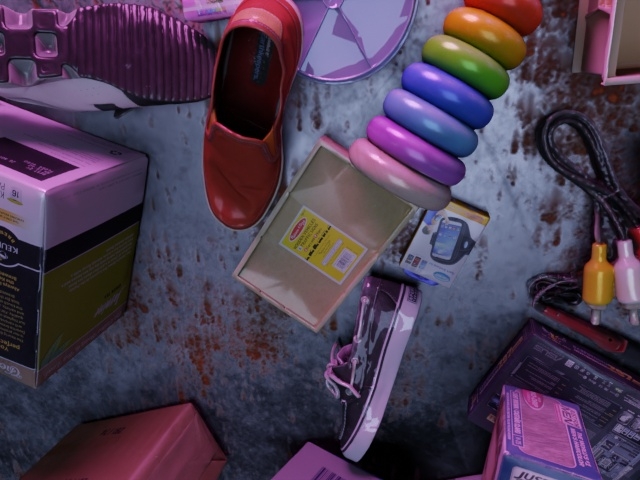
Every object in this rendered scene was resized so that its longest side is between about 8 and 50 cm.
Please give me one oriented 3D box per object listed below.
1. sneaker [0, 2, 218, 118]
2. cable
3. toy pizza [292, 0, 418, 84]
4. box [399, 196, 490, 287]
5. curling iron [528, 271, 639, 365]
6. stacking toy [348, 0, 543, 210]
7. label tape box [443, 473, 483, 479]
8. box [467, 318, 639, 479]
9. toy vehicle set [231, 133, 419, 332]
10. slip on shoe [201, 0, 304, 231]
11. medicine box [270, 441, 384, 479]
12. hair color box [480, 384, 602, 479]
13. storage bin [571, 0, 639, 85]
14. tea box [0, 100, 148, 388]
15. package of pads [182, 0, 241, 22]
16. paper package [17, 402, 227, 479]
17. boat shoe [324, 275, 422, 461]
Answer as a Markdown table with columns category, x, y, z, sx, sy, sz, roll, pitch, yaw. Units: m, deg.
| category | x | y | z | sx | sy | sz | roll | pitch | yaw |
| --- | --- | --- | --- | --- | --- | --- | --- | --- | --- |
| sneaker | -0.300 | -0.236 | 0.614 | 0.331 | 0.146 | 0.122 | 2 | 87 | -11 |
| cable | 0.369 | -0.034 | 0.552 | 0.139 | 0.072 | 0.287 | -20 | 106 | 14 |
| toy pizza | 0.019 | -0.296 | 0.548 | 0.201 | 0.032 | 0.201 | 5 | 113 | 12 |
| box | 0.170 | 0.006 | 0.639 | 0.081 | 0.028 | 0.136 | 23 | 113 | 3 |
| curling iron | 0.415 | 0.132 | 0.628 | 0.274 | 0.035 | 0.068 | 34 | 115 | -2 |
| stacking toy | 0.168 | -0.203 | 0.511 | 0.141 | 0.141 | 0.330 | 30 | 108 | 0 |
| label tape box | 0.354 | 0.516 | 0.761 | 0.334 | 0.106 | 0.240 | -22 | 105 | 21 |
| box | 0.366 | 0.250 | 0.660 | 0.233 | 0.059 | 0.183 | 29 | 115 | 10 |
| toy vehicle set | 0.000 | 0.000 | 0.671 | 0.166 | 0.035 | 0.267 | 35 | 115 | -2 |
| slip on shoe | -0.101 | -0.141 | 0.585 | 0.123 | 0.101 | 0.331 | 19 | 128 | -1 |
| medicine box | 0.062 | 0.534 | 0.752 | 0.263 | 0.149 | 0.289 | -1 | 117 | 49 |
| hair color box | 0.260 | 0.396 | 0.598 | 0.105 | 0.174 | 0.347 | 12 | 103 | 19 |
| storage bin | 0.403 | -0.291 | 0.411 | 0.262 | 0.123 | 0.260 | 0 | 112 | 13 |
| tea box | -0.483 | -0.017 | 0.675 | 0.329 | 0.220 | 0.323 | 22 | 114 | 4 |
| package of pads | -0.127 | -0.298 | 0.570 | 0.083 | 0.050 | 0.032 | -1 | 117 | 14 |
| paper package | -0.384 | 0.465 | 0.799 | 0.325 | 0.309 | 0.168 | -19 | 102 | 19 |
| boat shoe | 0.062 | 0.200 | 0.696 | 0.105 | 0.113 | 0.306 | 17 | 113 | 7 |
